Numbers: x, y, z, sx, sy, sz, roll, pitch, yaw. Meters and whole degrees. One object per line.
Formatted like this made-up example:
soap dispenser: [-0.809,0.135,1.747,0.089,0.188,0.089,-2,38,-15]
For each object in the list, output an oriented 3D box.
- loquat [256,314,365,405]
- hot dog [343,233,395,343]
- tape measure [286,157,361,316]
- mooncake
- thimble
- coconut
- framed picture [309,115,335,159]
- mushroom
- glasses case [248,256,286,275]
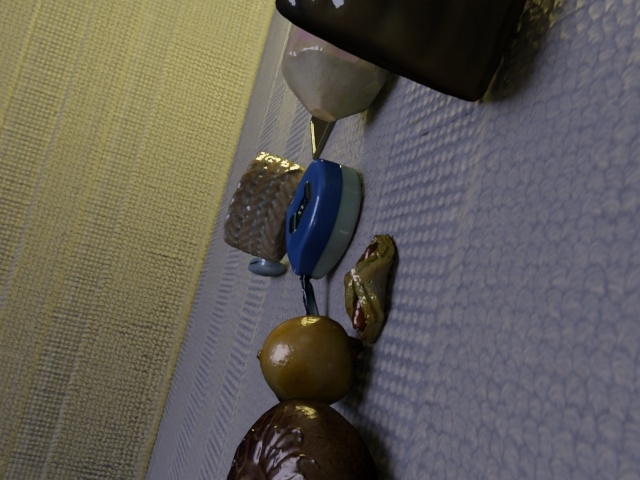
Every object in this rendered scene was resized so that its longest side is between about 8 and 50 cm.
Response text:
loquat: [-0.014,0.177,0.922,0.163,0.163,0.137,131,143,-56]
hot dog: [0.066,0.061,0.913,0.078,0.061,0.169,144,140,-63]
tape measure: [0.000,0.000,1.146,0.351,0.097,0.215,-97,27,-49]
mooncake: [0.096,-0.294,0.761,0.161,0.290,0.290,-66,17,11]
thimble: [-0.117,-0.075,1.413,0.196,0.148,0.229,-37,-33,-78]
coconut: [0.030,-0.341,1.191,0.237,0.197,0.237,-53,25,38]
framed picture: [0.027,-0.345,1.513,0.189,0.023,0.260,-94,26,-51]
mushroom: [-0.037,0.351,0.797,0.278,0.163,0.297,145,137,-65]
glasses case: [-0.135,0.065,1.574,0.178,0.067,0.045,164,121,-71]
